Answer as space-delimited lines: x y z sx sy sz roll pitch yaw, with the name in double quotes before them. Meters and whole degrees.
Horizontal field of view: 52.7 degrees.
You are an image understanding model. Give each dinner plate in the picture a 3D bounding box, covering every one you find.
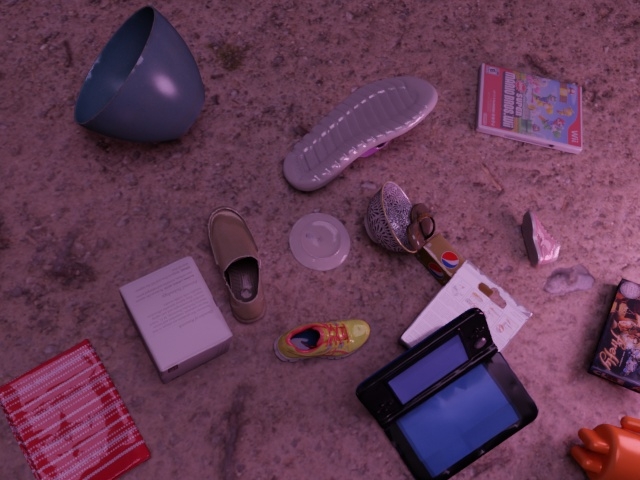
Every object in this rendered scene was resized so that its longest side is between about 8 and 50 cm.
"dinner plate" 0.000 0.000 1.462 0.141 0.017 0.141 3 68 -8

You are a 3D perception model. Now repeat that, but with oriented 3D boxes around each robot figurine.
"robot figurine" 0.640 0.457 1.339 0.219 0.128 0.158 18 60 -3

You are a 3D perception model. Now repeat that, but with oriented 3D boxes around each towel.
"towel" -0.472 0.350 1.231 0.198 0.031 0.275 -29 76 -20

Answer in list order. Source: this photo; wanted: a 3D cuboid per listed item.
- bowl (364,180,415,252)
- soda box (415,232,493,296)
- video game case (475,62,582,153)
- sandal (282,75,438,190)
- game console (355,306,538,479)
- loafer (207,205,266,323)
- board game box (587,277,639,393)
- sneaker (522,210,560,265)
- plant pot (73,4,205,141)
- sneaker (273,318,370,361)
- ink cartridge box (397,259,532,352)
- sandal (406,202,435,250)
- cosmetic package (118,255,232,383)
"bowl" 0.150 -0.041 1.454 0.080 0.170 0.170 -22 68 28
"soda box" 0.301 0.075 1.462 0.058 0.061 0.181 -38 80 -22
"video game case" 0.548 -0.347 1.692 0.285 0.025 0.204 12 67 -6
"sandal" 0.090 -0.254 1.539 0.416 0.102 0.169 -33 62 -7
"game console" 0.255 0.314 1.265 0.293 0.250 0.173 -35 51 -2
"loafer" -0.172 0.039 1.373 0.101 0.092 0.269 -16 73 -16
"board game box" 0.729 0.222 1.466 0.165 0.042 0.243 21 65 20
"sneaker" 0.528 -0.006 1.543 0.070 0.051 0.134 -3 73 -13
"plant pot" -0.368 -0.328 1.406 0.195 0.290 0.290 32 61 -36
"sneaker" 0.011 0.204 1.341 0.208 0.094 0.082 -12 70 -16
"ink cartridge box" 0.311 0.190 1.401 0.189 0.066 0.232 40 76 7
"sandal" 0.232 -0.033 1.449 0.072 0.049 0.180 61 25 -14
"cosmetic package" -0.283 0.159 1.274 0.151 0.151 0.184 -26 77 -19
